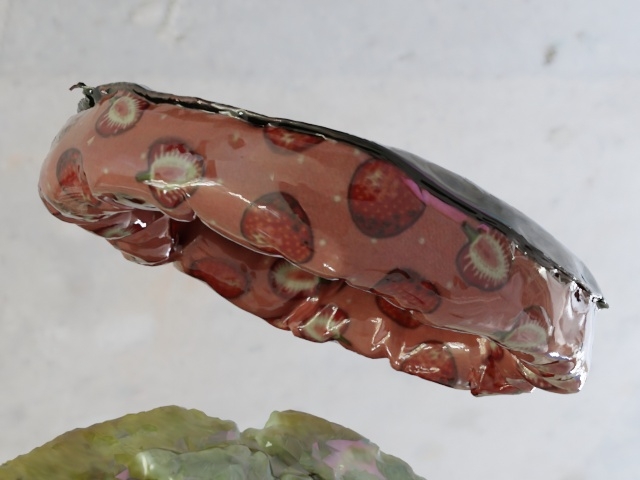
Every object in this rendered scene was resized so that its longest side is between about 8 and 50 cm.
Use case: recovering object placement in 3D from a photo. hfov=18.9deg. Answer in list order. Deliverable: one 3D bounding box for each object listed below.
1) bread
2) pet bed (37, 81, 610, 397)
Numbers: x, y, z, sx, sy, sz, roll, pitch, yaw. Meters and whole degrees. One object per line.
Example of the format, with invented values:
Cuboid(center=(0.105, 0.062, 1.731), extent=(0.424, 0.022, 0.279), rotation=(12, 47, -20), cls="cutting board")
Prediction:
Cuboid(center=(-0.057, 0.174, 0.846), extent=(0.257, 0.186, 0.124), rotation=(4, 138, -28), cls="bread")
Cuboid(center=(0.000, 0.000, 0.653), extent=(0.201, 0.053, 0.201), rotation=(21, 169, 4), cls="pet bed")
